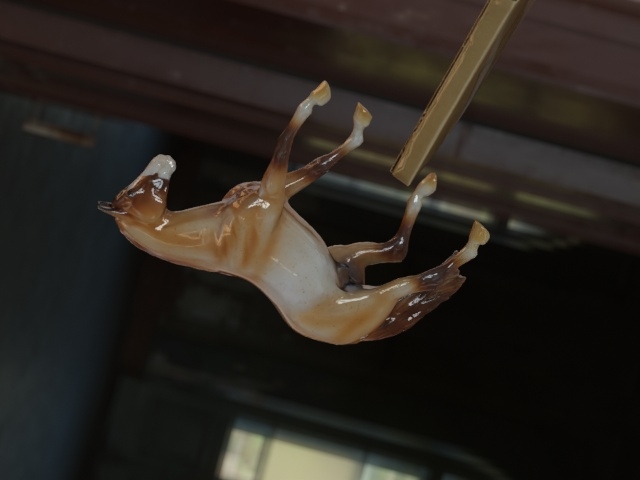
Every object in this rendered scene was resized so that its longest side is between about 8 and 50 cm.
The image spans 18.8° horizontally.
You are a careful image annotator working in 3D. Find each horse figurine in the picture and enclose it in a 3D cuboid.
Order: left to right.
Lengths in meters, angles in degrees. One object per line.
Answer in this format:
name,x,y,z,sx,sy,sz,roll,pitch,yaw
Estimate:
horse figurine,0.000,0.000,1.325,0.174,0.263,0.066,-43,-144,11

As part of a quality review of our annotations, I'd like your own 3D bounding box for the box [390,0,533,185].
box,0.128,-0.152,1.443,0.164,0.021,0.201,-51,173,-44
